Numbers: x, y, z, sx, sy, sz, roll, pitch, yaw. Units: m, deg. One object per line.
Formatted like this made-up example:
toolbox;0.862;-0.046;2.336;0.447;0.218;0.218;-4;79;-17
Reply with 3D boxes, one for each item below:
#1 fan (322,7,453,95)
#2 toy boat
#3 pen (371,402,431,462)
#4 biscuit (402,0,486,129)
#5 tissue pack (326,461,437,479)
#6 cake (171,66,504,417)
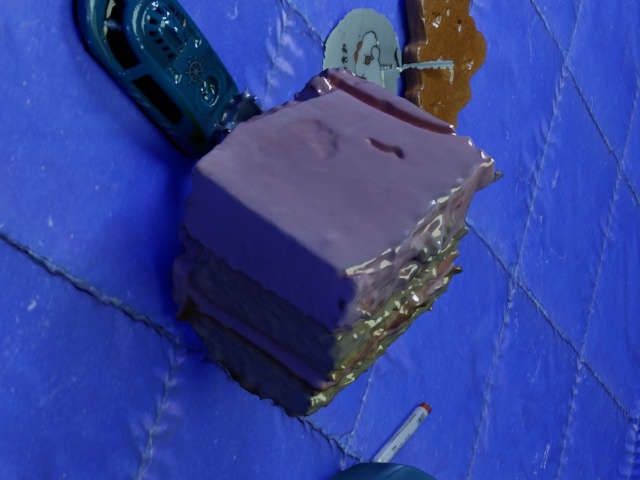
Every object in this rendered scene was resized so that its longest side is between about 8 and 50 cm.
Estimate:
fan;0.111;-0.273;1.868;0.329;0.009;0.190;-15;107;-46
toy boat;-0.168;-0.217;1.390;0.299;0.092;0.134;50;56;-50
pen;0.131;0.341;2.014;0.218;0.026;0.026;-39;126;-50
biscuit;0.198;-0.291;2.022;0.284;0.043;0.306;29;71;-56
tissue pack;0.111;0.499;1.831;0.198;0.206;0.287;-16;109;-58
cake;0.000;0.000;1.450;0.314;0.293;0.307;-46;163;-35
